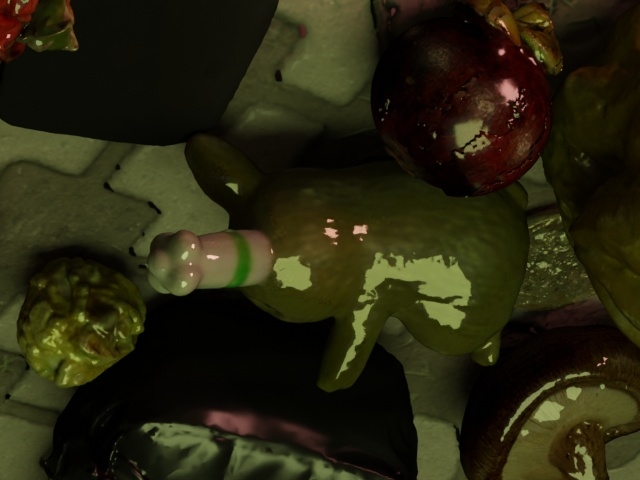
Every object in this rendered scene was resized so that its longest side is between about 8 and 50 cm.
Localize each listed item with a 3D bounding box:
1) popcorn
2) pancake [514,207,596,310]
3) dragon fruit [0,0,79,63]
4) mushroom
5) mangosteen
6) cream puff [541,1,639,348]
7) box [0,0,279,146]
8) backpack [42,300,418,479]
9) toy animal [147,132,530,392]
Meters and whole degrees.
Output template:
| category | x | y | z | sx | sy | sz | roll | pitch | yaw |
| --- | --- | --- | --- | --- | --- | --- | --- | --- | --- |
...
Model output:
| category | x | y | z | sx | sy | sz | roll | pitch | yaw |
| --- | --- | --- | --- | --- | --- | --- | --- | --- | --- |
| popcorn | -0.219 | 0.069 | 1.688 | 0.120 | 0.116 | 0.106 | -17 | 113 | -4 |
| pancake | 0.225 | 0.022 | 1.812 | 0.151 | 0.025 | 0.152 | -8 | 138 | -7 |
| dragon fruit | -0.279 | -0.197 | 1.340 | 0.209 | 0.172 | 0.172 | 0 | 138 | 4 |
| mushroom | 0.239 | 0.166 | 1.905 | 0.231 | 0.138 | 0.194 | -32 | 122 | 4 |
| mangosteen | 0.126 | -0.128 | 1.535 | 0.166 | 0.166 | 0.180 | 35 | 90 | -40 |
| cream puff | 0.308 | -0.016 | 1.566 | 0.270 | 0.274 | 0.323 | -11 | 123 | 37 |
| box | -0.152 | -0.159 | 1.507 | 0.201 | 0.042 | 0.212 | 7 | 135 | -21 |
| backpack | -0.114 | 0.276 | 1.844 | 0.363 | 0.255 | 0.446 | 13 | 135 | -18 |
| toy animal | 0.002 | 0.012 | 1.622 | 0.363 | 0.181 | 0.180 | -1 | 139 | -21 |
